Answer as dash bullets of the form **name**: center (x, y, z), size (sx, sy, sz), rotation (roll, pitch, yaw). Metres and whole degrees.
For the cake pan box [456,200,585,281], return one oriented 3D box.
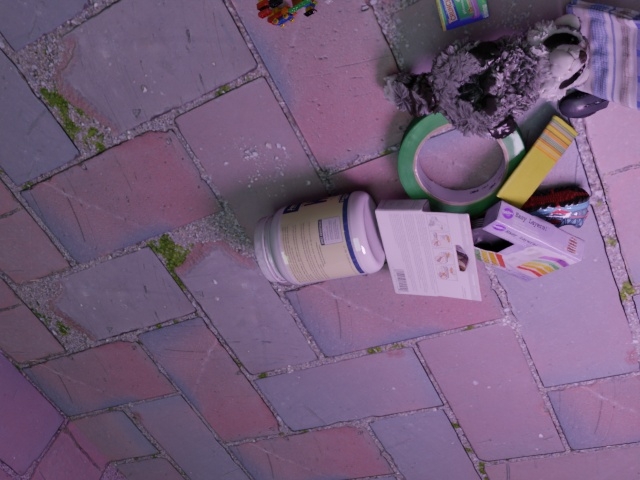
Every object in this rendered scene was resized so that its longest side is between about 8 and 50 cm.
- **cake pan box**: center (0.517, 0.007, 1.553), size (0.267, 0.070, 0.246), rotation (25, 156, -8)

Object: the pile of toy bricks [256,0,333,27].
- **pile of toy bricks**: center (-0.058, -0.595, 1.359), size (0.212, 0.118, 0.105), rotation (-14, 80, 34)

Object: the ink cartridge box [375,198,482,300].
- **ink cartridge box**: center (0.306, 0.027, 1.599), size (0.261, 0.066, 0.296), rotation (3, 127, 30)

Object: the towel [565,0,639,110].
- **towel**: center (0.613, -0.388, 1.222), size (0.034, 0.285, 0.209), rotation (-20, 121, -4)

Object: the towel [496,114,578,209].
- **towel**: center (0.538, -0.193, 1.448), size (0.102, 0.021, 0.237), rotation (24, 108, -34)

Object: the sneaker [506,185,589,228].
- **sneaker**: center (0.578, -0.060, 1.550), size (0.262, 0.104, 0.125), rotation (-5, 127, 20)

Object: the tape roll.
- **tape roll**: center (0.366, -0.212, 1.515), size (0.322, 0.077, 0.321), rotation (6, 124, 9)

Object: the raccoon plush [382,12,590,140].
- **raccoon plush**: center (0.381, -0.408, 1.318), size (0.446, 0.299, 0.216), rotation (36, 149, 45)

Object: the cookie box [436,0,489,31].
- **cookie box**: center (0.323, -0.542, 1.323), size (0.107, 0.040, 0.091), rotation (-11, 121, 21)

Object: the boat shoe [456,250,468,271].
- **boat shoe**: center (0.327, 0.019, 1.684), size (0.224, 0.073, 0.080), rotation (32, 144, 5)

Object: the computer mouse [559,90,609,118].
- **computer mouse**: center (0.694, -0.340, 1.369), size (0.242, 0.041, 0.071), rotation (-13, 118, 21)

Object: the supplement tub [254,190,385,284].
- **supplement tub**: center (0.000, 0.000, 1.652), size (0.325, 0.235, 0.235), rotation (-11, 120, 20)
